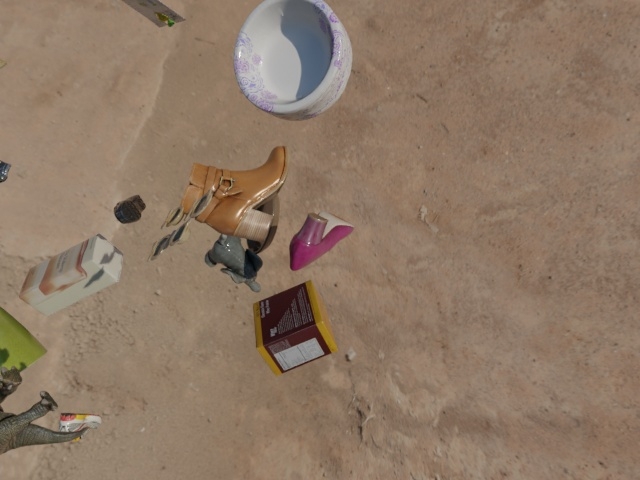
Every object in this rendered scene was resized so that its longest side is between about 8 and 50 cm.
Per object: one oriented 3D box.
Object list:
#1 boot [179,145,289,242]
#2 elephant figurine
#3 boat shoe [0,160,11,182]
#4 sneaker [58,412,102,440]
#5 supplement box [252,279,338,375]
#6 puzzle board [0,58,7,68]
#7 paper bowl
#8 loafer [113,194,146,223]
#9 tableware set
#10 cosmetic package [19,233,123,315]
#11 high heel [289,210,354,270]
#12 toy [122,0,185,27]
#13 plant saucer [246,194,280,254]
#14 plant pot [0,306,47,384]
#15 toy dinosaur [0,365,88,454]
[{"bbox_3d":[-0.207,-0.147,1.047,0.221,0.109,0.283,20,74,-11],"label":"boot"},{"bbox_3d":[-0.290,0.090,1.551,0.169,0.186,0.239,-43,91,21],"label":"elephant figurine"},{"bbox_3d":[-1.222,-0.223,1.561,0.065,0.083,0.183,-18,57,50],"label":"boat shoe"},{"bbox_3d":[-0.890,0.685,1.549,0.088,0.225,0.092,1,67,4],"label":"sneaker"},{"bbox_3d":[-0.078,0.249,1.225,0.194,0.129,0.191,-23,33,2],"label":"supplement box"},{"bbox_3d":[-0.652,-0.312,0.752,0.097,0.011,0.128,29,49,-16],"label":"puzzle board"},{"bbox_3d":[-0.059,-0.443,1.050,0.285,0.148,0.283,1,93,23],"label":"paper bowl"},{"bbox_3d":[-0.609,-0.089,1.325,0.078,0.223,0.076,-30,110,-3],"label":"loafer"},{"bbox_3d":[-0.280,-0.031,0.833,0.169,0.020,0.140,-21,41,36],"label":"tableware set"},{"bbox_3d":[-0.863,0.120,1.472,0.297,0.129,0.153,-26,42,4],"label":"cosmetic package"},{"bbox_3d":[0.000,0.000,1.429,0.127,0.377,0.181,30,102,22],"label":"high heel"},{"bbox_3d":[-0.466,-0.633,1.055,0.137,0.237,0.056,13,82,39],"label":"toy"},{"bbox_3d":[-0.216,-0.081,1.584,0.041,0.278,0.277,9,72,-27],"label":"plant saucer"},{"bbox_3d":[-0.927,0.250,1.085,0.275,0.275,0.293,-28,100,0],"label":"plant pot"},{"bbox_3d":[-0.468,0.244,0.553,0.160,0.313,0.121,-39,66,6],"label":"toy dinosaur"}]
